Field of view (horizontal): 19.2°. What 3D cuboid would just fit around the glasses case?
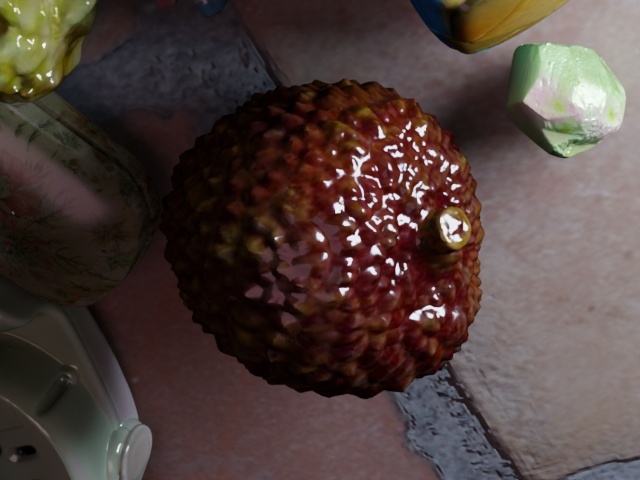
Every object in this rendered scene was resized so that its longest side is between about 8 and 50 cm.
[{"bbox_3d":[-0.318,-0.106,1.507,0.425,0.098,0.156,37,130,-3],"label":"glasses case"}]

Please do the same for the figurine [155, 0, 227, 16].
[{"bbox_3d":[-0.090,-0.260,1.288,0.205,0.103,0.260,-14,133,17],"label":"figurine"}]

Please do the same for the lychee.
[{"bbox_3d":[0.000,0.000,1.362,0.271,0.236,0.236,2,125,53],"label":"lychee"}]

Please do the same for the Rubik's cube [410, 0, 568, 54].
[{"bbox_3d":[0.124,-0.264,1.194,0.254,0.254,0.254,11,125,17],"label":"Rubik's cube"}]

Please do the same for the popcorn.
[{"bbox_3d":[-0.232,-0.185,1.371,0.187,0.185,0.167,-10,105,39],"label":"popcorn"}]

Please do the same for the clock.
[{"bbox_3d":[-0.285,0.169,1.665,0.265,0.108,0.324,-17,113,30],"label":"clock"}]

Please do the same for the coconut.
[{"bbox_3d":[0.170,-0.098,1.316,0.082,0.081,0.083,0,165,22],"label":"coconut"}]
